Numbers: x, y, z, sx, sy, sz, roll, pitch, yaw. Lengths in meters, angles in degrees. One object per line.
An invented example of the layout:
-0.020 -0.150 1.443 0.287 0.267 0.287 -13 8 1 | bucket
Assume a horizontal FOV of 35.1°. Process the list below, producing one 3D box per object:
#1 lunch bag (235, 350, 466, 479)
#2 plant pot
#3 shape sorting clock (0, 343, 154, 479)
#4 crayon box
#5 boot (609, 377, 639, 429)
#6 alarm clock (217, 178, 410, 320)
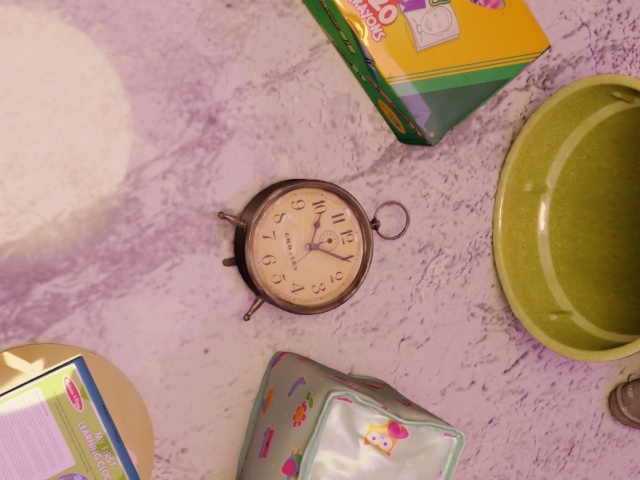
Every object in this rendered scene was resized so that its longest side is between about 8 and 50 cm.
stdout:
-0.006 0.252 0.924 0.160 0.223 0.262 21 89 -15 | lunch bag
0.362 -0.016 1.035 0.254 0.276 0.276 3 94 -32 | plant pot
-0.254 0.197 0.924 0.206 0.040 0.206 0 91 -19 | shape sorting clock
0.078 -0.250 0.982 0.165 0.081 0.278 -40 106 -10 | crayon box
0.438 0.155 1.084 0.190 0.208 0.076 9 55 -22 | boot
0.000 0.000 0.988 0.192 0.064 0.129 -15 99 -16 | alarm clock
